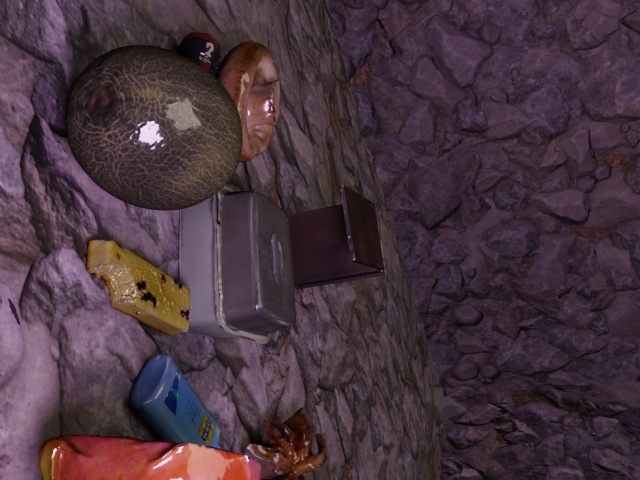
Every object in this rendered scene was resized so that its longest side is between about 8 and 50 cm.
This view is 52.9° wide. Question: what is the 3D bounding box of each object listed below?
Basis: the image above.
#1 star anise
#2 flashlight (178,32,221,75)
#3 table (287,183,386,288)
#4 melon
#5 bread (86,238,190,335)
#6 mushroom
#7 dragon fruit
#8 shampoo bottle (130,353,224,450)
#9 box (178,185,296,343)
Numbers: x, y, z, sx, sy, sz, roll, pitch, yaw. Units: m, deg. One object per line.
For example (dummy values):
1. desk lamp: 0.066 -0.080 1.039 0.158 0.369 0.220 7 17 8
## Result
1. star anise: -0.067 0.490 1.362 0.349 0.108 0.293 50 46 -55
2. flashlight: -0.251 -0.305 1.266 0.093 0.093 0.232 56 31 -50
3. table: 0.000 0.000 1.589 0.282 0.250 0.196 21 61 -69
4. melon: -0.243 -0.164 0.986 0.301 0.237 0.238 20 62 -70
5. bread: -0.286 0.079 1.029 0.226 0.049 0.088 47 38 -57
6. mushroom: -0.163 -0.300 1.428 0.278 0.146 0.278 7 90 -80
7. dragon fruit: -0.203 0.346 0.794 0.290 0.290 0.189 44 45 -60
8. shampoo bottle: -0.223 0.310 1.077 0.104 0.061 0.258 -76 150 -48
9. box: -0.157 0.050 1.238 0.220 0.166 0.291 35 47 -63
